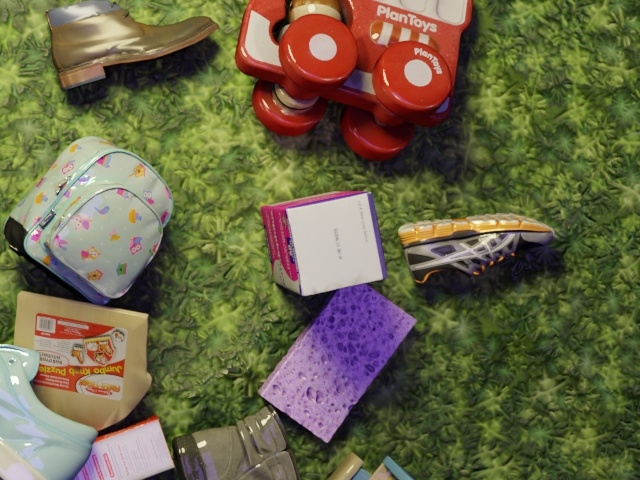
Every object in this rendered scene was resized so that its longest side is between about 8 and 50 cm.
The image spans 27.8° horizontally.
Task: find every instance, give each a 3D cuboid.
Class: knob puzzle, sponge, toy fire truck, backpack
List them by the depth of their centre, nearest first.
[{"bbox_3d":[-0.280,-0.031,1.632,0.166,0.144,0.188,43,73,-36],"label":"backpack"},{"bbox_3d":[-0.310,0.165,1.677,0.213,0.030,0.213,2,111,6],"label":"knob puzzle"},{"bbox_3d":[0.045,-0.266,1.699,0.302,0.169,0.254,15,65,-12],"label":"toy fire truck"},{"bbox_3d":[0.024,0.157,1.760,0.117,0.031,0.210,38,85,-10],"label":"sponge"}]

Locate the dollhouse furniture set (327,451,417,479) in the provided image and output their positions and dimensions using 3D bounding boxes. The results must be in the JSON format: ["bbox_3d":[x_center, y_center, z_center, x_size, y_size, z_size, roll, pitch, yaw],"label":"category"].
[{"bbox_3d":[0.069,0.446,1.642,0.198,0.303,0.286,40,85,-9],"label":"dollhouse furniture set"}]

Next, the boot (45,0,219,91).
[{"bbox_3d":[-0.246,-0.277,1.665,0.219,0.082,0.106,-21,99,-8],"label":"boot"}]

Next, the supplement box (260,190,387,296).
[{"bbox_3d":[0.000,0.000,1.654,0.114,0.220,0.111,-12,94,-9],"label":"supplement box"}]

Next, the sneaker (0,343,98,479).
[{"bbox_3d":[-0.437,0.172,1.628,0.366,0.135,0.150,44,69,-7],"label":"sneaker"}]

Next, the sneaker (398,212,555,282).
[{"bbox_3d":[0.215,0.009,1.770,0.214,0.084,0.083,-5,96,-2],"label":"sneaker"}]

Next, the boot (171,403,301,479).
[{"bbox_3d":[-0.095,0.353,1.723,0.161,0.083,0.247,-13,96,-16],"label":"boot"}]

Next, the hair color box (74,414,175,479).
[{"bbox_3d":[-0.270,0.289,1.701,0.141,0.043,0.072,-19,95,-10],"label":"hair color box"}]
